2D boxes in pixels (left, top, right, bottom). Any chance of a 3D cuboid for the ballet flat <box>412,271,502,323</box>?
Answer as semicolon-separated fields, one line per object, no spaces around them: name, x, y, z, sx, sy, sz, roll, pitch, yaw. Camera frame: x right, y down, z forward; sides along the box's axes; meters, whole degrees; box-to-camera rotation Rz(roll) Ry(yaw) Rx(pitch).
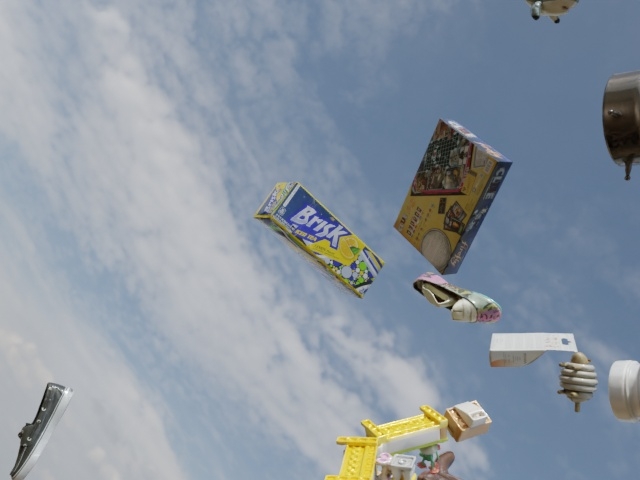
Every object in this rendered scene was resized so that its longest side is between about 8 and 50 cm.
ballet flat;0.304;0.141;1.459;0.222;0.079;0.076;29;-51;38

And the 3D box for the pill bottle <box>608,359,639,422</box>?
pill bottle;0.823;0.334;1.381;0.334;0.188;0.187;-10;-72;43

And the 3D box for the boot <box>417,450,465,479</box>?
boot;0.256;0.447;1.197;0.114;0.106;0.037;-2;-66;54

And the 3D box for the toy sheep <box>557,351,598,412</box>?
toy sheep;0.566;0.311;1.397;0.091;0.091;0.132;5;-93;51

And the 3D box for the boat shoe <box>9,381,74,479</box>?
boat shoe;-0.404;0.271;0.902;0.040;0.142;0.049;32;-25;-18

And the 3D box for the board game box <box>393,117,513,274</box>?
board game box;0.238;-0.081;1.184;0.165;0.042;0.243;50;-49;41

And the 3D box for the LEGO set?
LEGO set;0.090;0.273;0.712;0.132;0.287;0.107;3;-78;32

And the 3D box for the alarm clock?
alarm clock;0.446;-0.180;0.878;0.064;0.192;0.129;-4;-54;40

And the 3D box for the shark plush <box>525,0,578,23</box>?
shark plush;0.413;-0.467;1.171;0.067;0.073;0.161;-56;-141;44

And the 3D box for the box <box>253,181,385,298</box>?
box;0.000;0.000;0.799;0.169;0.059;0.054;42;-17;-26

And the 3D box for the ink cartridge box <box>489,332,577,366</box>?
ink cartridge box;0.470;0.242;1.407;0.179;0.145;0.045;0;-83;18
